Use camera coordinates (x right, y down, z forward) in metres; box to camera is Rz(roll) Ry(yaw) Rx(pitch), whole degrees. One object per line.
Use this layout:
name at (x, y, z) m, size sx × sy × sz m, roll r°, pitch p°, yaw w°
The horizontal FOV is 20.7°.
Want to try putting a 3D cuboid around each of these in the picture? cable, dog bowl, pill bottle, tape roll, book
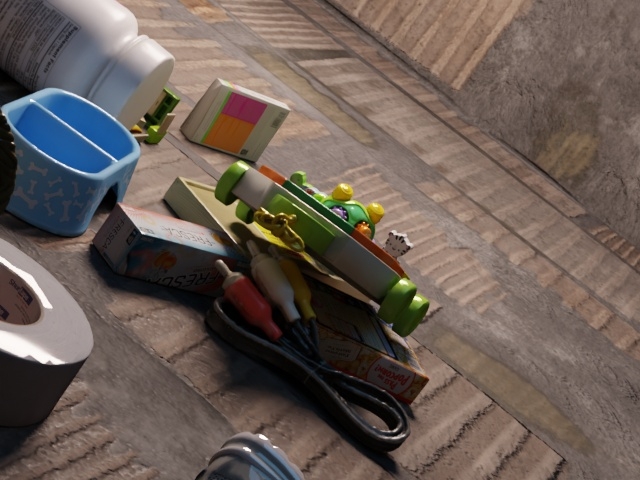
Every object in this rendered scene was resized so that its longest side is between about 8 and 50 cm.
cable at (-0.016, 0.120, 1.943) m, size 0.139 × 0.072 × 0.287 m, roll -19°, pitch 58°, yaw -46°
dog bowl at (-0.298, -0.098, 1.999) m, size 0.166 × 0.074 × 0.297 m, roll 36°, pitch 17°, yaw 1°
pill bottle at (-0.336, -0.264, 2.236) m, size 0.283 × 0.160 × 0.160 m, roll 38°, pitch 16°, yaw 5°
tape roll at (-0.308, 0.064, 1.527) m, size 0.219 × 0.072 × 0.219 m, roll 33°, pitch 16°, yaw -10°
book at (-0.120, -0.173, 2.528) m, size 0.144 × 0.096 × 0.035 m, roll 18°, pitch 23°, yaw -47°

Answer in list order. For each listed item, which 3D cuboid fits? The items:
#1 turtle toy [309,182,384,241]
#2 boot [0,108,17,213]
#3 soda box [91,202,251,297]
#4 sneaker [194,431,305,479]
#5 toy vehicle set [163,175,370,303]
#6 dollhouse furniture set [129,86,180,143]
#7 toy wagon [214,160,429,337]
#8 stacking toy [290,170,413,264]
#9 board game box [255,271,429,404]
turtle toy at (0.015, -0.022, 2.279) m, size 0.130 × 0.095 × 0.066 m, roll 31°, pitch 38°, yaw -12°
boot at (-0.414, -0.154, 1.840) m, size 0.089 × 0.236 × 0.269 m, roll -16°, pitch 20°, yaw -26°
soda box at (-0.166, 0.014, 1.980) m, size 0.183 × 0.058 × 0.063 m, roll 16°, pitch 25°, yaw -48°
sneaker at (-0.013, 0.297, 1.482) m, size 0.281 × 0.105 × 0.115 m, roll 42°, pitch 47°, yaw 14°
toy vehicle set at (-0.062, 0.005, 2.254) m, size 0.267 × 0.035 × 0.166 m, roll 17°, pitch 25°, yaw -48°
dollhouse furniture set at (-0.243, -0.174, 2.352) m, size 0.076 × 0.058 × 0.151 m, roll 39°, pitch 16°, yaw 13°
toy wagon at (0.000, 0.000, 2.062) m, size 0.267 × 0.068 × 0.344 m, roll 36°, pitch -3°, yaw 14°
stacking toy at (0.023, -0.027, 2.488) m, size 0.221 × 0.052 × 0.167 m, roll 38°, pitch 16°, yaw 9°
board game box at (0.026, 0.109, 2.121) m, size 0.193 × 0.045 × 0.147 m, roll 27°, pitch 19°, yaw -28°
